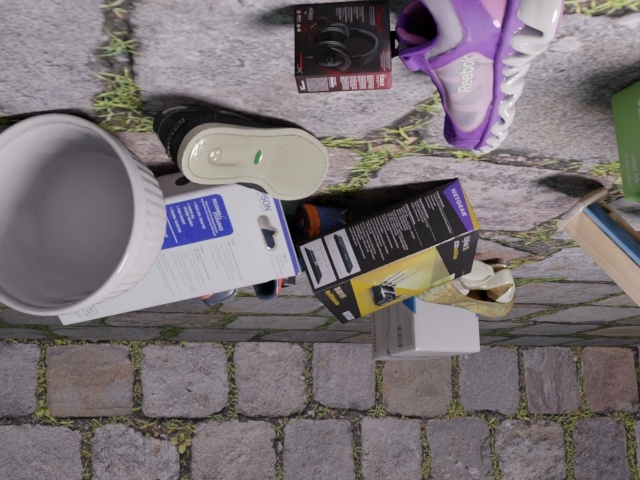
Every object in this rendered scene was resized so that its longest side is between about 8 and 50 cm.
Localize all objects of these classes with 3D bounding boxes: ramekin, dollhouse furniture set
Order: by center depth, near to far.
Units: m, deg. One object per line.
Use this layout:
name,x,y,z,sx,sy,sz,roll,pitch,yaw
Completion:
ramekin,-0.267,-0.023,0.781,0.207,0.207,0.109,-4,174,13
dollhouse furniture set,0.514,-0.069,0.934,0.303,0.198,0.286,-50,162,31

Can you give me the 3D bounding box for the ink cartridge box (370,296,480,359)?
ink cartridge box,0.239,0.189,1.706,0.168,0.171,0.232,4,165,-21

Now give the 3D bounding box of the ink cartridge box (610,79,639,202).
ink cartridge box,0.451,-0.123,0.596,0.207,0.119,0.353,6,164,-21

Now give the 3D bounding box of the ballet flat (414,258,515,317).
ballet flat,0.313,0.082,1.432,0.348,0.123,0.123,12,161,-41

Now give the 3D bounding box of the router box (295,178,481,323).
router box,0.112,0.031,1.110,0.242,0.081,0.309,-22,164,4

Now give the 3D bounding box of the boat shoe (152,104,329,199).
boat shoe,-0.075,-0.099,0.786,0.079,0.084,0.233,35,-162,35

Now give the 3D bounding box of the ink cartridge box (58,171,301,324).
ink cartridge box,-0.202,0.003,0.928,0.332,0.065,0.165,-11,128,3

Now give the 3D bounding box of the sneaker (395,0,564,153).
sneaker,0.108,-0.147,0.554,0.104,0.095,0.236,4,161,4

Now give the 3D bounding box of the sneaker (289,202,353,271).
sneaker,0.000,0.000,1.135,0.087,0.083,0.221,-4,169,-11

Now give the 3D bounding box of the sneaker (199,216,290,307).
sneaker,-0.192,0.018,1.041,0.350,0.148,0.131,9,163,-34

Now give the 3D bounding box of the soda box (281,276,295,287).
soda box,-0.131,0.053,1.365,0.168,0.060,0.053,7,165,-33

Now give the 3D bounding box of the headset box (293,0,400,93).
headset box,0.022,-0.151,0.567,0.083,0.062,0.032,-1,167,5
